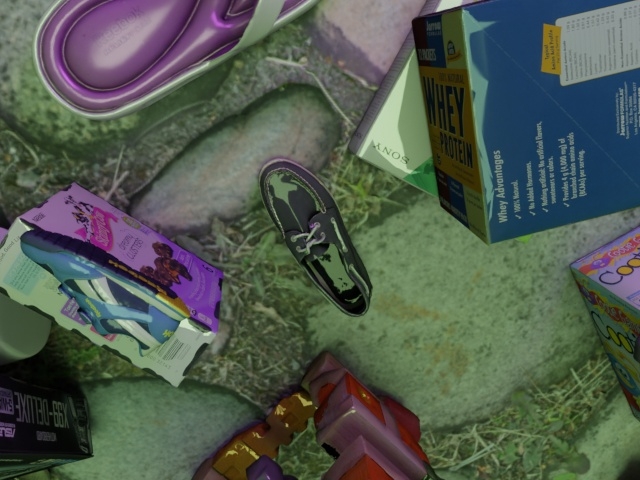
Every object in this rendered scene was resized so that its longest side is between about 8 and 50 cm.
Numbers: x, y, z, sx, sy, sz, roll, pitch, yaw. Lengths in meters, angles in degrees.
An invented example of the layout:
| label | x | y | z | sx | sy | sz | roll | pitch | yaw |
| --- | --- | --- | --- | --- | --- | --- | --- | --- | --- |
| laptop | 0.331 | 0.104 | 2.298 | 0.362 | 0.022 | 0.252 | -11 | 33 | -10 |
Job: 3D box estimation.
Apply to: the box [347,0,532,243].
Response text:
| label | x | y | z | sx | sy | sz | roll | pitch | yaw |
| --- | --- | --- | --- | --- | --- | --- | --- | --- | --- |
| box | 0.206 | -0.183 | 0.589 | 0.232 | 0.058 | 0.322 | 25 | 105 | -14 |

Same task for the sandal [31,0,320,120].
| label | x | y | z | sx | sy | sz | roll | pitch | yaw |
| --- | --- | --- | --- | --- | --- | --- | --- | --- | --- |
| sandal | -0.090 | -0.254 | 0.506 | 0.416 | 0.102 | 0.169 | -42 | 108 | 7 |

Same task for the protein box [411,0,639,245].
| label | x | y | z | sx | sy | sz | roll | pitch | yaw |
| --- | --- | --- | --- | --- | --- | --- | --- | --- | --- |
| protein box | 0.212 | -0.129 | 0.507 | 0.201 | 0.136 | 0.199 | -14 | 110 | -2 |

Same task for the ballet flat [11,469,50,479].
| label | x | y | z | sx | sy | sz | roll | pitch | yaw |
| --- | --- | --- | --- | --- | --- | --- | --- | --- | --- |
| ballet flat | -0.421 | 0.289 | 0.671 | 0.168 | 0.052 | 0.057 | 9 | 109 | -9 |

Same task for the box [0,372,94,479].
| label | x | y | z | sx | sy | sz | roll | pitch | yaw |
| --- | --- | --- | --- | --- | --- | --- | --- | --- | --- |
| box | -0.389 | 0.198 | 0.516 | 0.243 | 0.307 | 0.076 | -14 | 70 | -8 |

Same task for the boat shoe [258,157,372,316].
| label | x | y | z | sx | sy | sz | roll | pitch | yaw |
| --- | --- | --- | --- | --- | --- | --- | --- | --- | --- |
| boat shoe | 0.000 | 0.000 | 0.620 | 0.075 | 0.065 | 0.206 | -30 | 109 | 4 |

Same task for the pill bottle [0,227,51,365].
| label | x | y | z | sx | sy | sz | roll | pitch | yaw |
| --- | --- | --- | --- | --- | --- | --- | --- | --- | --- |
| pill bottle | -0.437 | 0.092 | 0.547 | 0.283 | 0.161 | 0.161 | -17 | 109 | -1 |

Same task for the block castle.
| label | x | y | z | sx | sy | sz | roll | pitch | yaw |
| --- | --- | --- | --- | --- | --- | --- | --- | --- | --- |
| block castle | 0.001 | 0.335 | 0.534 | 0.213 | 0.453 | 0.303 | 44 | 97 | -10 |

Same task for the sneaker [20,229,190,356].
| label | x | y | z | sx | sy | sz | roll | pitch | yaw |
| --- | --- | --- | --- | --- | --- | --- | --- | --- | --- |
| sneaker | -0.179 | 0.043 | 0.445 | 0.144 | 0.053 | 0.059 | 35 | 93 | -15 |

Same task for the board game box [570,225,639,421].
| label | x | y | z | sx | sy | sz | roll | pitch | yaw |
| --- | --- | --- | --- | --- | --- | --- | --- | --- | --- |
| board game box | 0.450 | 0.129 | 0.677 | 0.144 | 0.142 | 0.275 | -31 | 109 | 3 |

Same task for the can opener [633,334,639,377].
| label | x | y | z | sx | sy | sz | roll | pitch | yaw |
| --- | --- | --- | --- | --- | --- | --- | --- | --- | --- |
| can opener | 0.464 | 0.123 | 0.561 | 0.281 | 0.074 | 0.093 | -5 | 108 | -7 |

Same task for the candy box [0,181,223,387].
| label | x | y | z | sx | sy | sz | roll | pitch | yaw |
| --- | --- | --- | --- | --- | --- | --- | --- | --- | --- |
| candy box | -0.200 | 0.036 | 0.555 | 0.196 | 0.165 | 0.070 | 34 | 100 | -16 |
